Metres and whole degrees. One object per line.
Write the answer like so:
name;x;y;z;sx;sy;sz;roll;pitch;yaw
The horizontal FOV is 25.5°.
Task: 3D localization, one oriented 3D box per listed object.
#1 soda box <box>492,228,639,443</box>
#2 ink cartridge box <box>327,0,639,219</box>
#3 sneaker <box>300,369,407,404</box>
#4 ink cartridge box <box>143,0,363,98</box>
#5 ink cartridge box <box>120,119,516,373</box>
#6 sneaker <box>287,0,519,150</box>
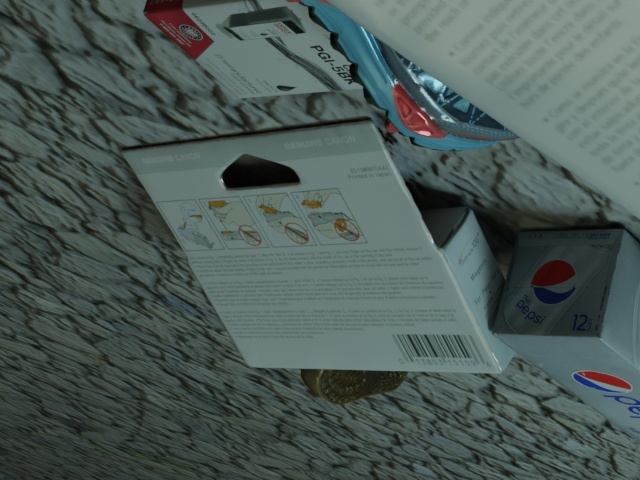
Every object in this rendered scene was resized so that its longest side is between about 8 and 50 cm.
soda box;0.259;0.090;1.135;0.098;0.091;0.286;-2;153;42
ink cartridge box;0.134;-0.163;0.474;0.385;0.091;0.308;34;137;-12
sneaker;0.013;0.105;1.333;0.086;0.064;0.192;32;-169;26
ink cartridge box;-0.016;-0.131;0.806;0.135;0.056;0.099;0;154;38
ink cartridge box;0.000;0.000;1.129;0.275;0.060;0.239;-3;125;41
sneaker;0.066;-0.126;0.695;0.125;0.104;0.262;-3;153;37
